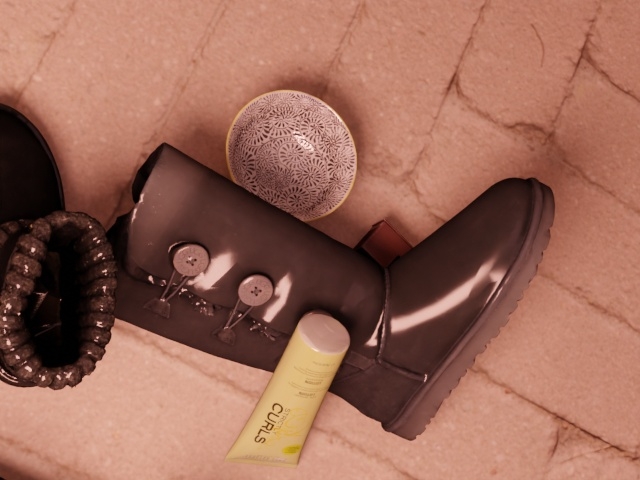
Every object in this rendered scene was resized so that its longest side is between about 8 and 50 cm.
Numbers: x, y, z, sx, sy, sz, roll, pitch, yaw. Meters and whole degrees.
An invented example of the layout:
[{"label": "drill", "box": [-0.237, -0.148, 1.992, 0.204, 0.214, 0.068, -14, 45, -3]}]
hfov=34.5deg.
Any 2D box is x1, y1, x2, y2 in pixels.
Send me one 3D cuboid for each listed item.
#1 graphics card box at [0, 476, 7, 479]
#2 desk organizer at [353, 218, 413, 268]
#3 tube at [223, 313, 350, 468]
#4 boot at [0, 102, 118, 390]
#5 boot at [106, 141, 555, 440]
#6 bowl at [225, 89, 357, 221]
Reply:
[{"label": "graphics card box", "box": [-0.375, 0.434, 1.061, 0.232, 0.094, 0.371, 27, 70, -12]}, {"label": "desk organizer", "box": [0.106, 0.038, 1.344, 0.130, 0.047, 0.050, 45, 70, -6]}, {"label": "tube", "box": [-0.033, 0.187, 1.182, 0.070, 0.240, 0.062, 36, 38, 14]}, {"label": "boot", "box": [-0.310, -0.009, 1.086, 0.131, 0.260, 0.348, -14, 84, -22]}, {"label": "boot", "box": [-0.001, 0.002, 1.195, 0.445, 0.146, 0.367, 27, 103, -11]}, {"label": "bowl", "box": [-0.046, -0.097, 1.299, 0.170, 0.080, 0.170, 4, 78, -19]}]
